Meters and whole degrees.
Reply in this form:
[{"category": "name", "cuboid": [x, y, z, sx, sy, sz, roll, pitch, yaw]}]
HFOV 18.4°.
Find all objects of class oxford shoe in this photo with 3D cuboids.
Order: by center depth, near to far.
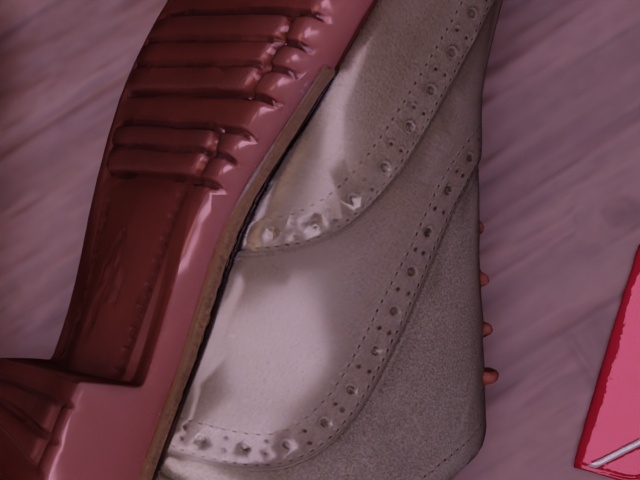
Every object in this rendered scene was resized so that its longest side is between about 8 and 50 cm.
[{"category": "oxford shoe", "cuboid": [0.000, 0.000, 0.677, 0.146, 0.140, 0.397, 28, 89, -22]}]

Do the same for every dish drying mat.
[{"category": "dish drying mat", "cuboid": [0.117, 0.046, 0.705, 0.032, 0.008, 0.083, 17, 90, 6]}]
